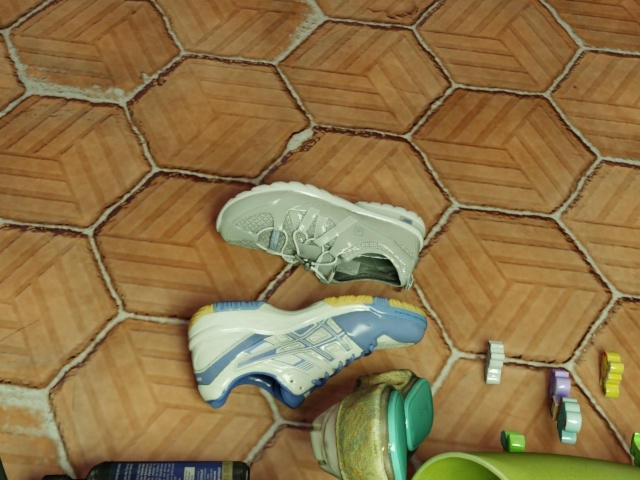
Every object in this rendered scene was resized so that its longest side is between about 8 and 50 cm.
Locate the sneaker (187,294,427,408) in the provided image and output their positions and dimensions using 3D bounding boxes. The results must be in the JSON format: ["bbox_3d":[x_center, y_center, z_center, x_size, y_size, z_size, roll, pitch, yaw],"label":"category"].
[{"bbox_3d":[-0.012,0.143,1.292,0.296,0.112,0.131,-4,69,-6],"label":"sneaker"}]

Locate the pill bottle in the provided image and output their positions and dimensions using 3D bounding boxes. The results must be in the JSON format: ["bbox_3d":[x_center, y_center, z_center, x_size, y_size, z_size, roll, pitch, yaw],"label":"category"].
[{"bbox_3d":[-0.186,0.297,1.123,0.219,0.123,0.123,1,51,-4],"label":"pill bottle"}]

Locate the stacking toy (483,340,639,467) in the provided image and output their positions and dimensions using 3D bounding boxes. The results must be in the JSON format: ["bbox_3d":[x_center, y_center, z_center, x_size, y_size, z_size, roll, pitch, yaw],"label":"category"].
[{"bbox_3d":[0.289,0.190,1.242,0.167,0.052,0.221,5,23,0],"label":"stacking toy"}]

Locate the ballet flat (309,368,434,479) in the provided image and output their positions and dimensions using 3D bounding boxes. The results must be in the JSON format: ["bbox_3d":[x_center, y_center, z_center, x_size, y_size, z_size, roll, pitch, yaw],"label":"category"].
[{"bbox_3d":[0.049,0.203,1.122,0.123,0.348,0.123,0,91,11],"label":"ballet flat"}]

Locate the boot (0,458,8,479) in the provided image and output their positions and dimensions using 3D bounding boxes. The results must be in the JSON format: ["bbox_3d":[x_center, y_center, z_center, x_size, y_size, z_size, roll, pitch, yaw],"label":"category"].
[{"bbox_3d":[-0.394,0.162,1.005,0.146,0.445,0.367,-19,55,-19],"label":"boot"}]

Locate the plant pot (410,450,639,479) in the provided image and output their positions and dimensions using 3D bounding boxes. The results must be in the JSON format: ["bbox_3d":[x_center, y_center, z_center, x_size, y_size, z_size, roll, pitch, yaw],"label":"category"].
[{"bbox_3d":[0.271,0.333,1.072,0.293,0.275,0.275,-3,49,-29],"label":"plant pot"}]

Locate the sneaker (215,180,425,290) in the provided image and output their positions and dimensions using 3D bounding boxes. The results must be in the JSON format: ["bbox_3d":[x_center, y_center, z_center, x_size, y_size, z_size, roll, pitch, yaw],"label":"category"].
[{"bbox_3d":[0.000,0.000,1.389,0.281,0.105,0.115,6,51,-1],"label":"sneaker"}]
